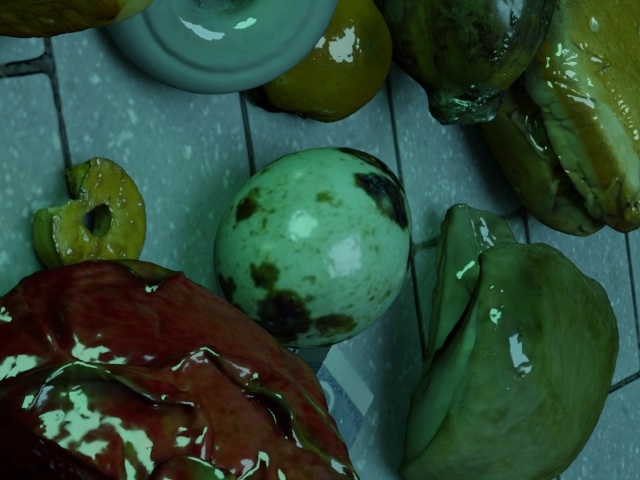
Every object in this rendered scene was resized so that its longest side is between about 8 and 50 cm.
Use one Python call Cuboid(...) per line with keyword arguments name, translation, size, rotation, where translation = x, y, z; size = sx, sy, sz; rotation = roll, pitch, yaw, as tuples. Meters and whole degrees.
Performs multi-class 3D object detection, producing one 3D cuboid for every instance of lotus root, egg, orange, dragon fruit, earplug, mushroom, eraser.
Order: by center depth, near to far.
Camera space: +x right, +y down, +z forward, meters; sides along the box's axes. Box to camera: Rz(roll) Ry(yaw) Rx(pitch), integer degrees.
Cuboid(name="dragon fruit", translation=(-0.110, 0.101, 1.191), size=(0.286, 0.329, 0.228), rotation=(-42, 121, -28))
Cuboid(name="earplug", translation=(-0.062, -0.278, 1.419), size=(0.214, 0.175, 0.325), rotation=(43, 67, -31))
Cuboid(name="egg", translation=(0.000, 0.000, 1.472), size=(0.231, 0.169, 0.169), rotation=(-51, 127, -52))
Cuboid(name="eraser", translation=(-0.026, 0.199, 1.526), size=(0.092, 0.046, 0.212), rotation=(54, 51, -34))
Cuboid(name="orange", translation=(0.006, -0.180, 1.536), size=(0.170, 0.112, 0.160), rotation=(-48, 126, -25))
Cuboid(name="lotus root", translation=(0.136, -0.313, 1.626), size=(0.179, 0.196, 0.397), rotation=(-6, 95, -45))
Cuboid(name="mushroom", translation=(0.220, 0.112, 1.683), size=(0.217, 0.212, 0.292), rotation=(13, 65, -13))

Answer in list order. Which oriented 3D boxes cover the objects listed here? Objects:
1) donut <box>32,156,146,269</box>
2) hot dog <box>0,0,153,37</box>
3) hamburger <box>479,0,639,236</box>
Cuboid(name="donut", translation=(-0.188, -0.011, 1.342), size=(0.108, 0.043, 0.097), rotation=(-54, 127, -37))
Cuboid(name="hot dog", translation=(-0.273, -0.306, 1.136), size=(0.405, 0.185, 0.223), rotation=(24, 72, -47))
Cuboid(name="hamburger", translation=(0.294, -0.167, 1.821), size=(0.284, 0.174, 0.304), rotation=(-53, 127, -39))
